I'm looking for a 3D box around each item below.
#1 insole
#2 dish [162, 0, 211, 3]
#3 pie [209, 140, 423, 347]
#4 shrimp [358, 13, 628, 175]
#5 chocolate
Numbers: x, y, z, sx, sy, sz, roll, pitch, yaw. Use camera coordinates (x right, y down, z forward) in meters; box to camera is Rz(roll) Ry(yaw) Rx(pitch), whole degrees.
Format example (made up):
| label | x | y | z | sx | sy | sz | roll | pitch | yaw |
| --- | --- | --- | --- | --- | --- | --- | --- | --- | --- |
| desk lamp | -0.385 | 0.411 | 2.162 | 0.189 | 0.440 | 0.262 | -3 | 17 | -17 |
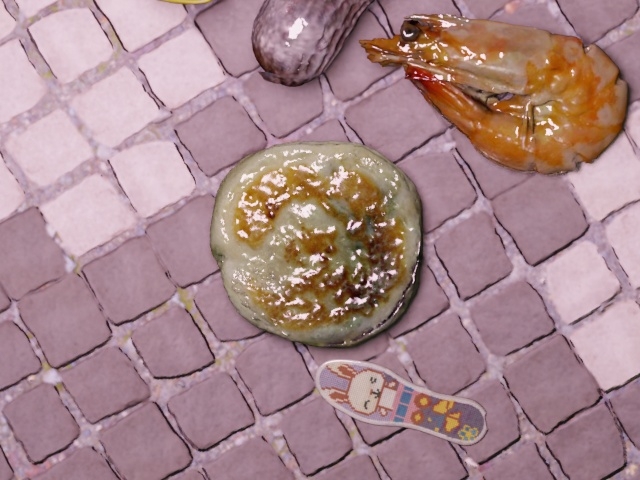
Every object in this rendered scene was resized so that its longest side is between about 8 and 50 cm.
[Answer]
| label | x | y | z | sx | sy | sz | roll | pitch | yaw |
| --- | --- | --- | --- | --- | --- | --- | --- | --- | --- |
| insole | 0.088 | 0.177 | 1.711 | 0.197 | 0.004 | 0.065 | 19 | 95 | -1 |
| dish | -0.132 | -0.317 | 1.616 | 0.149 | 0.080 | 0.207 | -33 | 65 | 23 |
| pie | 0.000 | 0.000 | 1.671 | 0.240 | 0.054 | 0.240 | 0 | 98 | 1 |
| shrimp | 0.179 | -0.161 | 1.650 | 0.294 | 0.062 | 0.154 | 18 | 101 | -2 |
| chocolate | 0.015 | -0.268 | 1.620 | 0.110 | 0.110 | 0.248 | 38 | 98 | -3 |
